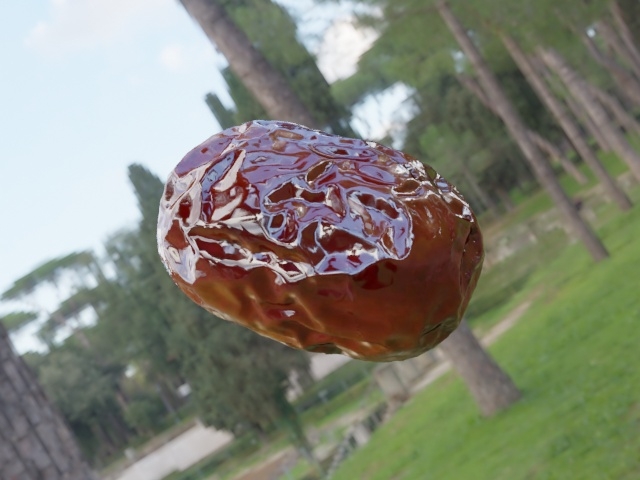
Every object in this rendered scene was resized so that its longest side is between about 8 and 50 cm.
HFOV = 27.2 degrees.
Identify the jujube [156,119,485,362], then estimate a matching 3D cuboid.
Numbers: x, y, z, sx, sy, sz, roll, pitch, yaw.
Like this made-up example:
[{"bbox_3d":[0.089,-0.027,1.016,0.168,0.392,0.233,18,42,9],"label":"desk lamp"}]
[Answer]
[{"bbox_3d":[0.000,0.000,1.022,0.250,0.174,0.174,11,8,15],"label":"jujube"}]
